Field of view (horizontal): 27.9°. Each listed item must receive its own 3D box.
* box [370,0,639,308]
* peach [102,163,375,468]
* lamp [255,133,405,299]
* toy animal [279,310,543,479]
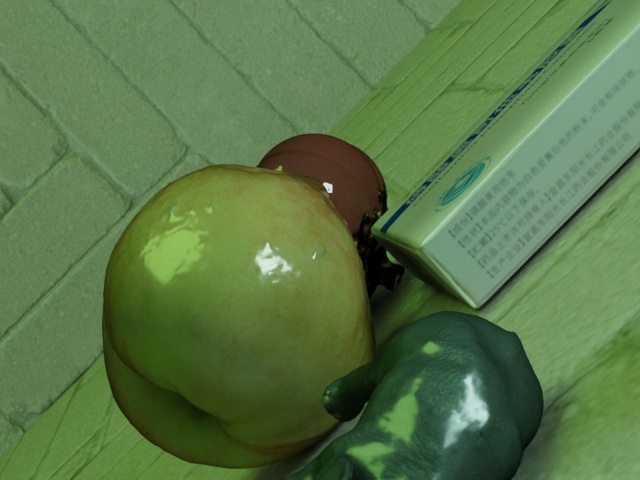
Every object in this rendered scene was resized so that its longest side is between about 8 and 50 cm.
[{"bbox_3d":[0.190,-0.101,0.936,0.343,0.065,0.200,-45,8,-2],"label":"box"},{"bbox_3d":[-0.049,0.042,0.917,0.232,0.232,0.232,-44,8,8],"label":"peach"},{"bbox_3d":[0.000,0.000,1.092,0.182,0.140,0.182,9,-90,-72],"label":"lamp"},{"bbox_3d":[0.017,0.129,0.590,0.137,0.082,0.269,-37,10,47],"label":"toy animal"}]
